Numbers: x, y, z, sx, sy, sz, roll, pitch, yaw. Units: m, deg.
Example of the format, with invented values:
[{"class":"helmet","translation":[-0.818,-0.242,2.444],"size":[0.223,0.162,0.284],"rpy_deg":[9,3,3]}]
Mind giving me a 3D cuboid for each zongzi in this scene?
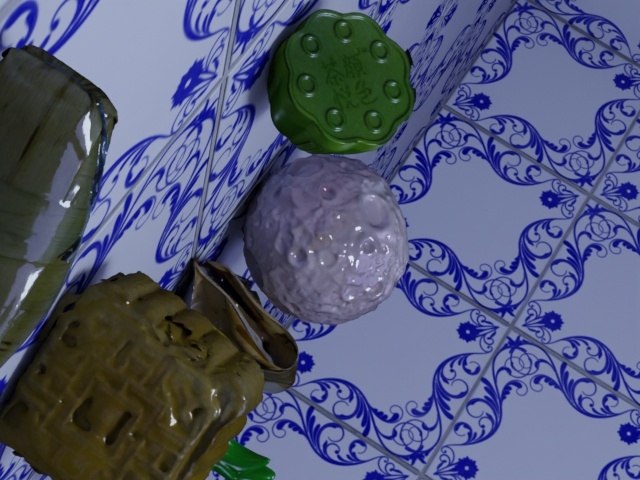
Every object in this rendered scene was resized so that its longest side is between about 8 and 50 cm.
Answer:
[{"class":"zongzi","translation":[-0.209,-0.020,0.954],"size":[0.228,0.115,0.256],"rpy_deg":[-63,179,6]}]

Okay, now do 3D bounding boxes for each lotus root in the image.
[{"class":"lotus root","translation":[0.002,-0.174,1.659],"size":[0.186,0.186,0.186],"rpy_deg":[-57,174,-10]}]

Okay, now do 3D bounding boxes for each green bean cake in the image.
[{"class":"green bean cake","translation":[-0.203,0.172,1.406],"size":[0.229,0.224,0.131],"rpy_deg":[-55,174,9]}]

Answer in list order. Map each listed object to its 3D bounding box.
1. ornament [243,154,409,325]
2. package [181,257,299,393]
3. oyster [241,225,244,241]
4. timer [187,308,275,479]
[{"class":"ornament","translation":[0.000,0.000,1.998],"size":[0.225,0.259,0.259],"rpy_deg":[-23,162,-17]},{"class":"package","translation":[-0.129,0.119,1.981],"size":[0.311,0.221,0.165],"rpy_deg":[93,10,-78]},{"class":"oyster","translation":[-0.101,-0.014,2.133],"size":[0.086,0.029,0.132],"rpy_deg":[-54,169,-31]},{"class":"timer","translation":[-0.176,0.237,1.697],"size":[0.285,0.285,0.285],"rpy_deg":[-57,174,-10]}]
